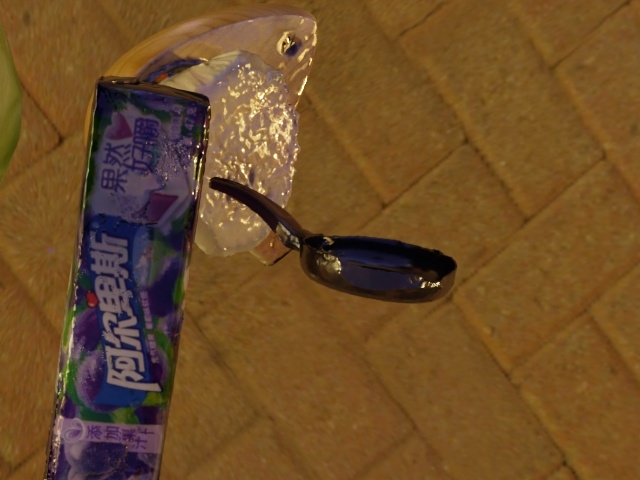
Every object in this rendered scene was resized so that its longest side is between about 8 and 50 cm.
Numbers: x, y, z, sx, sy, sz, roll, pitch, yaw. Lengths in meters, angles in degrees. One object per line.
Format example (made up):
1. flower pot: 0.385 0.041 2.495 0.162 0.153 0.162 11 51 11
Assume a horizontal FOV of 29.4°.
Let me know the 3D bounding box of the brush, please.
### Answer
1. brush: -0.081 -0.123 1.112 0.267 0.166 0.174 -48 122 -16

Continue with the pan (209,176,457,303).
1. pan: -0.001 0.003 0.898 0.212 0.115 0.040 23 104 26

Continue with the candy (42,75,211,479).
1. candy: -0.144 0.036 0.909 0.088 0.061 0.312 7 101 -14

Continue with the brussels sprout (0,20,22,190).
1. brussels sprout: -0.298 -0.080 0.752 0.244 0.244 0.244 0 90 -12

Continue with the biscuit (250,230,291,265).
1. biscuit: -0.099 -0.055 1.323 0.052 0.056 0.188 -37 107 -3
